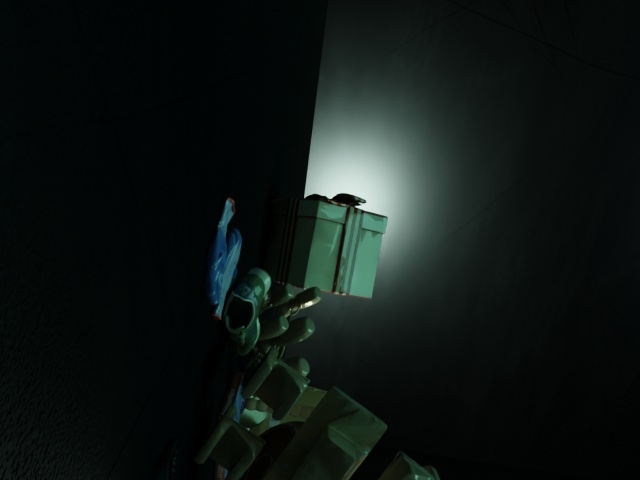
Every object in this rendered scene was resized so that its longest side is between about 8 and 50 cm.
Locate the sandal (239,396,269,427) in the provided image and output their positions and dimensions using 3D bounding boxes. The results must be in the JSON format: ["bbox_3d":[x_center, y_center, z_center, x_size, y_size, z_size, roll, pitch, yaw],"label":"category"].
[{"bbox_3d":[-0.163,0.407,1.492,0.240,0.079,0.088,-27,109,-51],"label":"sandal"}]

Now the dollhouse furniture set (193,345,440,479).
[{"bbox_3d":[-0.048,0.441,1.033,0.394,0.362,0.256,-54,179,3],"label":"dollhouse furniture set"}]

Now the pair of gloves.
[{"bbox_3d":[-0.146,0.036,0.882,0.198,0.023,0.159,95,4,-67],"label":"pair of gloves"}]

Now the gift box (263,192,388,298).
[{"bbox_3d":[0.000,0.000,1.497,0.255,0.277,0.257,7,-96,51],"label":"gift box"}]

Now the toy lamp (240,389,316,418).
[{"bbox_3d":[-0.065,0.390,1.317,0.080,0.275,0.080,9,90,-88],"label":"toy lamp"}]

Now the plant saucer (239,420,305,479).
[{"bbox_3d":[-0.129,0.536,1.311,0.311,0.050,0.310,-39,-163,15],"label":"plant saucer"}]

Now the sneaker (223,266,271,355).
[{"bbox_3d":[-0.144,0.141,1.006,0.086,0.064,0.192,-48,160,-57],"label":"sneaker"}]

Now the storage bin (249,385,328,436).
[{"bbox_3d":[-0.097,0.563,1.690,0.123,0.261,0.262,116,-12,-47],"label":"storage bin"}]

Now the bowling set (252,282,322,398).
[{"bbox_3d":[-0.121,0.171,1.254,0.200,0.154,0.287,49,30,-24],"label":"bowling set"}]

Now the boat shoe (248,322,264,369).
[{"bbox_3d":[-0.155,0.300,1.536,0.060,0.064,0.177,-75,171,-66],"label":"boat shoe"}]

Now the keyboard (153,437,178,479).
[{"bbox_3d":[-0.189,0.354,0.712,0.100,0.038,0.191,-77,175,-77],"label":"keyboard"}]

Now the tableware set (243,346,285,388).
[{"bbox_3d":[-0.132,0.306,1.389,0.194,0.039,0.128,-51,-162,35],"label":"tableware set"}]

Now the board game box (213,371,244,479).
[{"bbox_3d":[-0.199,0.437,1.226,0.145,0.027,0.281,-83,-179,-66],"label":"board game box"}]
